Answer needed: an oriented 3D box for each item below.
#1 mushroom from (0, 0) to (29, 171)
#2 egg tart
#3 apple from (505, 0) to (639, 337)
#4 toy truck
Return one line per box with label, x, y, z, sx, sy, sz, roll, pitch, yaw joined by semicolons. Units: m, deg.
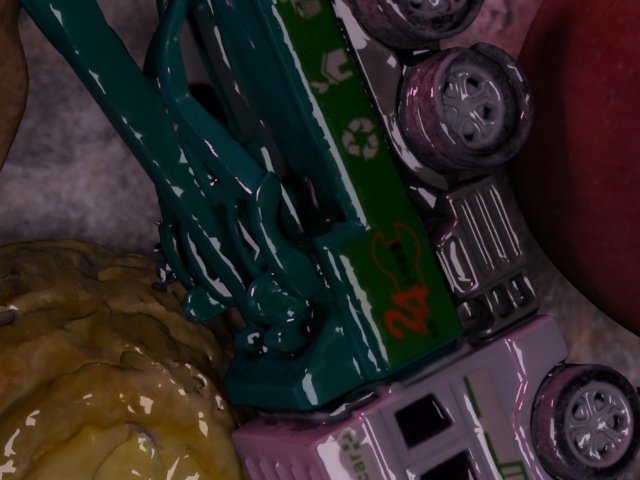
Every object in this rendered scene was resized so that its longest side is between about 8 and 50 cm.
mushroom;-0.258;-0.106;0.595;0.278;0.146;0.278;0;77;0
egg tart;-0.130;0.136;0.655;0.278;0.095;0.279;-3;97;-28
apple;0.251;-0.061;0.647;0.305;0.235;0.306;-2;102;-11
toy truck;0.007;-0.001;0.616;0.178;0.176;0.363;-29;97;-24
